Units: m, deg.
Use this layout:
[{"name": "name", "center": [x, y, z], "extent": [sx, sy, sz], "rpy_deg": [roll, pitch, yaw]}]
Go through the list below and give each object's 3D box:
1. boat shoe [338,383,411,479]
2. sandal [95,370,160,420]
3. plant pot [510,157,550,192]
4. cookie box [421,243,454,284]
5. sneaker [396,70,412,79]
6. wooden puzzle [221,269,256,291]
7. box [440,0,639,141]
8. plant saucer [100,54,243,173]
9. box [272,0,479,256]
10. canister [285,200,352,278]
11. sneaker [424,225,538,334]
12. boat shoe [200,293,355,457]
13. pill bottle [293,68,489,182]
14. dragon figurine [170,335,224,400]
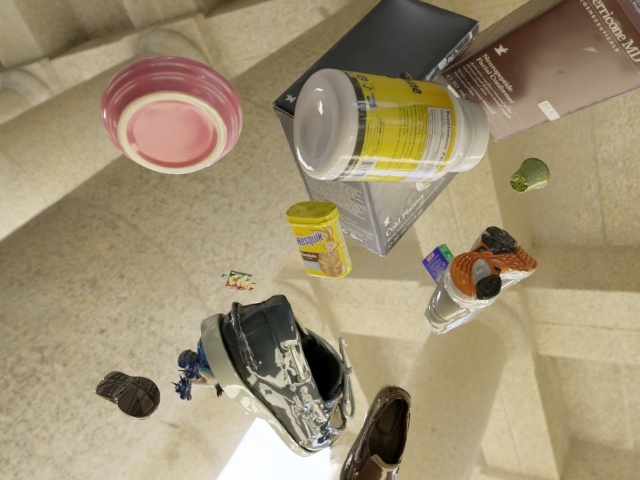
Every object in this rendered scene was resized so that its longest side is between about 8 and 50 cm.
[{"name": "boat shoe", "center": [0.094, 0.375, 1.031], "extent": [0.095, 0.258, 0.095], "rpy_deg": [15, -8, -5]}, {"name": "sandal", "center": [-0.414, 0.344, 1.317], "extent": [0.219, 0.090, 0.060], "rpy_deg": [2, -50, 41]}, {"name": "plant pot", "center": [0.520, -0.156, 1.521], "extent": [0.083, 0.079, 0.083], "rpy_deg": [29, -46, 36]}, {"name": "cookie box", "center": [0.368, 0.079, 1.818], "extent": [0.107, 0.040, 0.092], "rpy_deg": [58, -39, 18]}, {"name": "sneaker", "center": [0.161, -0.312, 1.282], "extent": [0.057, 0.120, 0.047], "rpy_deg": [20, -23, -29]}, {"name": "wooden puzzle", "center": [-0.181, 0.090, 1.341], "extent": [0.083, 0.006, 0.049], "rpy_deg": [13, -54, -17]}, {"name": "box", "center": [0.413, -0.325, 1.058], "extent": [0.191, 0.143, 0.381], "rpy_deg": [46, -25, -13]}, {"name": "plant saucer", "center": [-0.348, -0.274, 1.430], "extent": [0.331, 0.084, 0.332], "rpy_deg": [-6, -38, -5]}, {"name": "box", "center": [0.179, -0.302, 1.632], "extent": [0.297, 0.480, 0.472], "rpy_deg": [32, -19, 31]}, {"name": "canister", "center": [0.000, 0.000, 1.409], "extent": [0.126, 0.073, 0.170], "rpy_deg": [4, -54, 34]}, {"name": "sneaker", "center": [0.239, 0.062, 0.937], "extent": [0.099, 0.262, 0.121], "rpy_deg": [49, -52, 19]}, {"name": "boat shoe", "center": [-0.014, 0.119, 0.530], "extent": [0.079, 0.095, 0.255], "rpy_deg": [-25, -41, 6]}, {"name": "pill bottle", "center": [0.134, -0.200, 1.097], "extent": [0.187, 0.333, 0.188], "rpy_deg": [5, -84, 60]}, {"name": "dragon figurine", "center": [-0.279, 0.278, 1.435], "extent": [0.144, 0.289, 0.085], "rpy_deg": [39, -75, -26]}]
